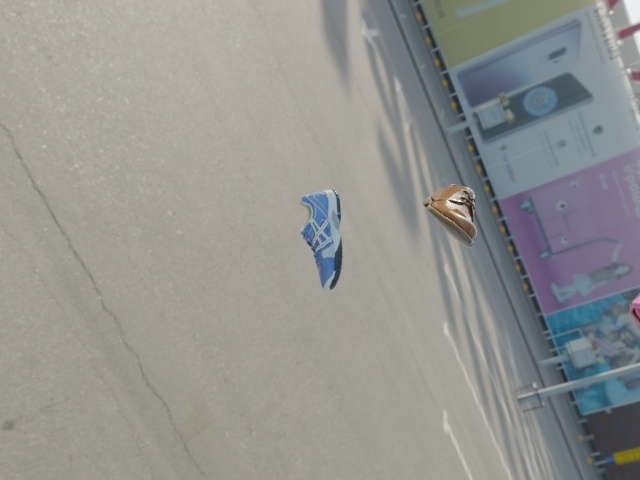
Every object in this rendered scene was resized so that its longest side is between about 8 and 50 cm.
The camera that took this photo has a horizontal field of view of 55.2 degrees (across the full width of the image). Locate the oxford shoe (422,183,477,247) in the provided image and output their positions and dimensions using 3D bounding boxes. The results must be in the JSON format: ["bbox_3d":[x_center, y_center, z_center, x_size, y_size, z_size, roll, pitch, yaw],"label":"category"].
[{"bbox_3d":[0.216,-0.051,0.976,0.076,0.076,0.212,45,13,-14],"label":"oxford shoe"}]

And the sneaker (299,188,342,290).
[{"bbox_3d":[0.000,0.000,1.271,0.080,0.081,0.211,135,-48,-73],"label":"sneaker"}]

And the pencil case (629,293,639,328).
[{"bbox_3d":[0.405,0.015,0.639,0.098,0.209,0.095,29,-5,42],"label":"pencil case"}]
